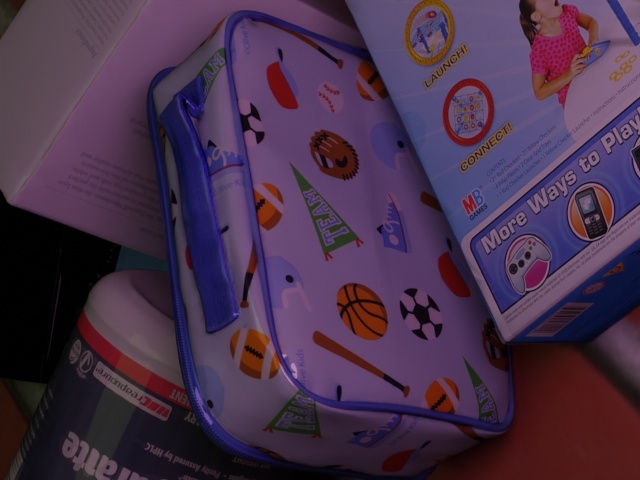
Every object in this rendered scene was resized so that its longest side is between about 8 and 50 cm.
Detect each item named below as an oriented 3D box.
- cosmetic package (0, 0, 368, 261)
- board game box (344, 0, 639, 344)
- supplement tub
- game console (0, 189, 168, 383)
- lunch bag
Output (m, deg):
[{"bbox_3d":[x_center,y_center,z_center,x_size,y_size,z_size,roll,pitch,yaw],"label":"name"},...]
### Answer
[{"bbox_3d":[-0.102,-0.114,1.397,0.224,0.224,0.138,-54,43,15],"label":"cosmetic package"},{"bbox_3d":[0.176,-0.143,1.157,0.308,0.086,0.302,-42,60,36],"label":"board game box"},{"bbox_3d":[-0.125,0.175,1.382,0.191,0.191,0.272,38,106,49],"label":"supplement tub"},{"bbox_3d":[-0.182,0.021,1.624,0.361,0.044,0.213,1,81,50],"label":"game console"},{"bbox_3d":[0.000,0.000,1.245,0.115,0.243,0.303,-35,55,40],"label":"lunch bag"}]
